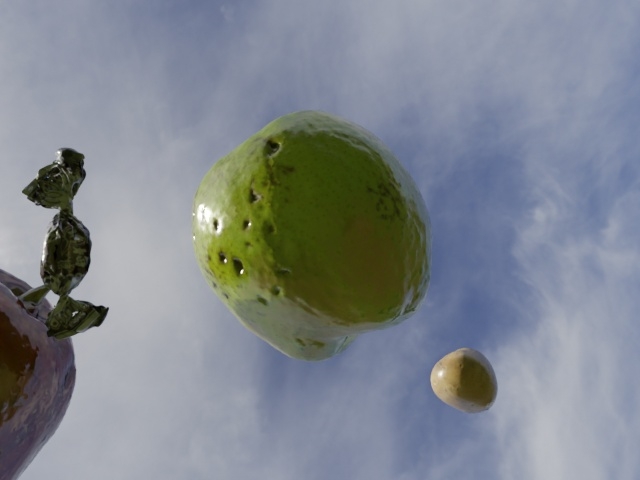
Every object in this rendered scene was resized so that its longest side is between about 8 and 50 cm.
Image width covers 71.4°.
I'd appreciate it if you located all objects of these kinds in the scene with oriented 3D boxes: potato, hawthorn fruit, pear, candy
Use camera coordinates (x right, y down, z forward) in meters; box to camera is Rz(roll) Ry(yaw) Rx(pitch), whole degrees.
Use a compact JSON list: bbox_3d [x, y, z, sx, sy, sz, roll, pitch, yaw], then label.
[{"bbox_3d":[0.261,0.249,0.797,0.112,0.112,0.147,-56,-46,-12],"label":"potato"},{"bbox_3d":[-0.541,0.190,0.623,0.402,0.403,0.403,0,-91,-20],"label":"hawthorn fruit"},{"bbox_3d":[0.000,0.000,0.709,0.390,0.391,0.391,0,-91,-20],"label":"pear"},{"bbox_3d":[-0.305,0.004,0.533,0.093,0.051,0.227,-8,-93,21],"label":"candy"}]
